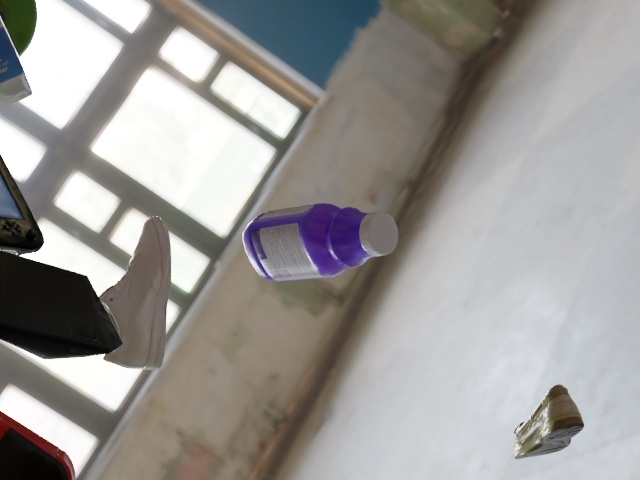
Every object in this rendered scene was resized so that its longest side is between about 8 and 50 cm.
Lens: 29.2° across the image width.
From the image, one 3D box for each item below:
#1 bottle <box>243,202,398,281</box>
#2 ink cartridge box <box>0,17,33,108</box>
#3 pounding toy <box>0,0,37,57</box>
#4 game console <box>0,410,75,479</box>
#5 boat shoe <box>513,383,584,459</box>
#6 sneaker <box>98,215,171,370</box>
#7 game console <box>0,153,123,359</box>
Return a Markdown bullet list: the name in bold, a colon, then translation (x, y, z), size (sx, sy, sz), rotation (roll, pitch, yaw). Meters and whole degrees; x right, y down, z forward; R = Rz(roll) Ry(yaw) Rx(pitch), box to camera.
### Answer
- **bottle**: translation (0.000, 0.000, 1.953), size (0.283, 0.118, 0.092), rotation (-8, 25, 47)
- **ink cartridge box**: translation (-0.369, -0.216, 1.105), size (0.134, 0.231, 0.078), rotation (-25, -6, -9)
- **pounding toy**: translation (-0.535, -0.316, 1.816), size (0.237, 0.183, 0.110), rotation (-42, 14, 4)
- **game console**: translation (-0.673, 0.479, 2.225), size (0.386, 0.342, 0.060), rotation (-54, 10, -1)
- **boat shoe**: translation (0.246, 0.204, 1.355), size (0.153, 0.056, 0.048), rotation (102, 157, -65)
- **sneaker**: translation (-0.251, 0.066, 1.655), size (0.080, 0.094, 0.212), rotation (129, 145, -69)
- **game console**: translation (-0.372, -0.007, 1.415), size (0.044, 0.361, 0.213), rotation (-44, -32, 15)
